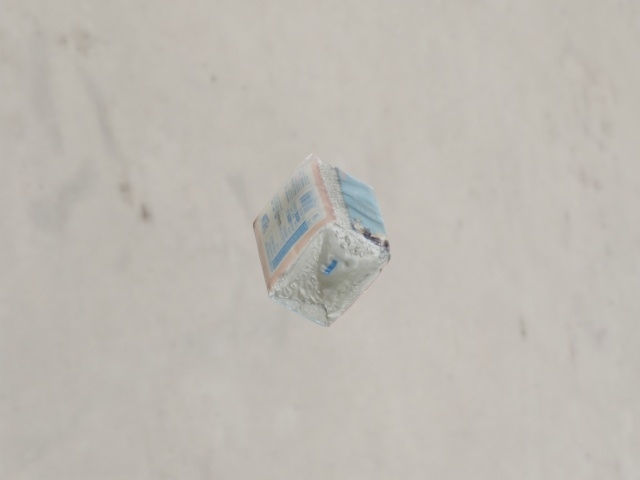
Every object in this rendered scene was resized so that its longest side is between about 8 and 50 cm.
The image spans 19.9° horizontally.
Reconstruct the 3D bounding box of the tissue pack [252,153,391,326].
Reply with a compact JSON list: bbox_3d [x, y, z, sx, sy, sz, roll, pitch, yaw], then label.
[{"bbox_3d":[0.000,0.000,1.151,0.058,0.074,0.094,33,21,-24],"label":"tissue pack"}]
